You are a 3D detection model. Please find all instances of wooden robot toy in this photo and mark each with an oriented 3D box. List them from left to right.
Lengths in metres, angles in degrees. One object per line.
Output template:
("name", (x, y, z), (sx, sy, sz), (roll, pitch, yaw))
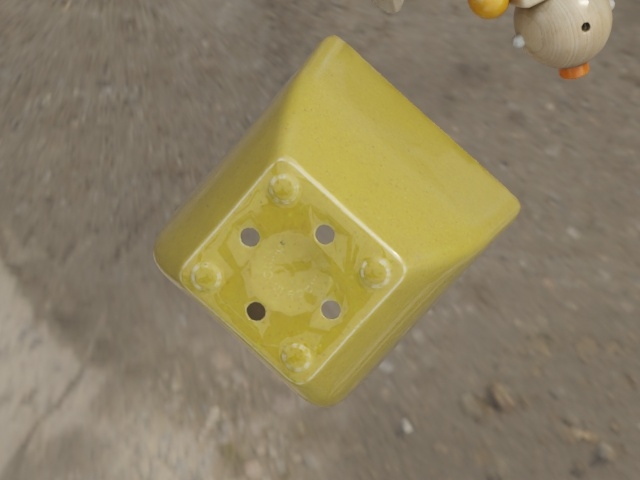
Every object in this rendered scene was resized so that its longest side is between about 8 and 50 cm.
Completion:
("wooden robot toy", (0.086, -0.101, 0.726), (0.173, 0.076, 0.079), (-25, 110, -19))

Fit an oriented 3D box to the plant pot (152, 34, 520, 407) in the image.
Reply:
("plant pot", (0.000, 0.000, 0.578), (0.081, 0.083, 0.081), (42, 106, 0))
